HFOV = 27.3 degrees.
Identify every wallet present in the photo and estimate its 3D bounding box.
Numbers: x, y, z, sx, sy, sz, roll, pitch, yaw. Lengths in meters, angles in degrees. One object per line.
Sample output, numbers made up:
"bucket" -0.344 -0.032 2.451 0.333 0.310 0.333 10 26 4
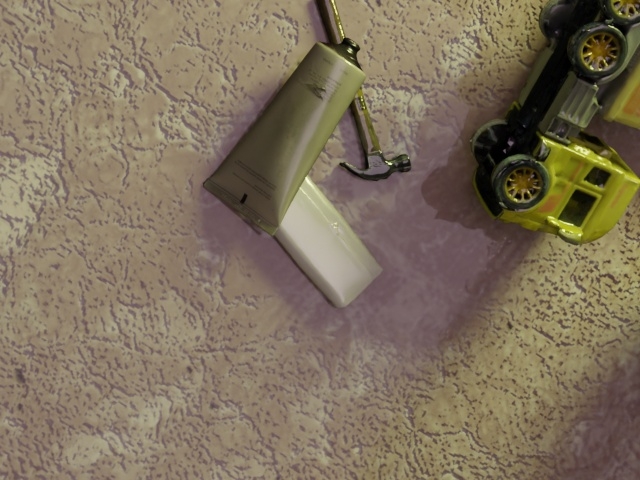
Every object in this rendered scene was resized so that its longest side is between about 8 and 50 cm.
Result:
"wallet" 0.000 0.000 1.215 0.061 0.025 0.122 -41 97 -14

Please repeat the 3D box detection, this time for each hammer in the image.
"hammer" 0.027 -0.141 1.222 0.062 0.017 0.182 -19 93 -9

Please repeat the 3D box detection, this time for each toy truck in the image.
"toy truck" 0.256 -0.127 1.167 0.157 0.124 0.272 23 110 -15

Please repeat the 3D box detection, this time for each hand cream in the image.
"hand cream" -0.023 -0.102 1.186 0.087 0.054 0.186 36 93 21
